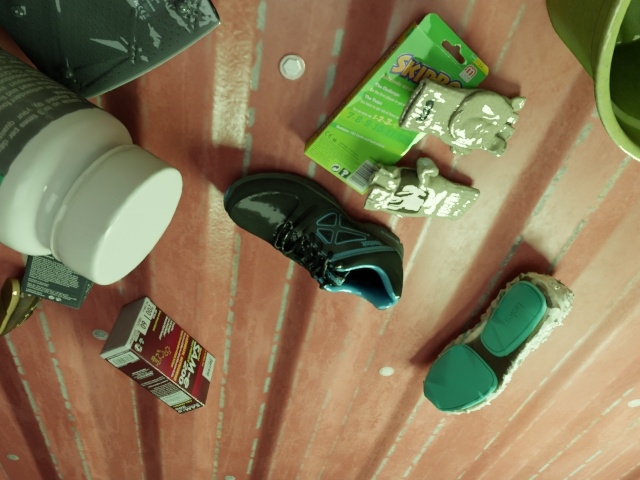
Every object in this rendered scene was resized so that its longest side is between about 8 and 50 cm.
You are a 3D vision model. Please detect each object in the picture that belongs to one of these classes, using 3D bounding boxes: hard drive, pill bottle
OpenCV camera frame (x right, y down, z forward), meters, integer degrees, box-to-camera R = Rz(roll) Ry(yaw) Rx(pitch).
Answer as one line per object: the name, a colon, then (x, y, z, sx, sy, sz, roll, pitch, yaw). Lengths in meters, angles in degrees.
hard drive: (-0.269, -0.295, 0.558, 0.255, 0.054, 0.172, -20, 125, 17)
pill bottle: (-0.375, -0.109, 0.555, 0.361, 0.204, 0.204, 31, 125, 0)

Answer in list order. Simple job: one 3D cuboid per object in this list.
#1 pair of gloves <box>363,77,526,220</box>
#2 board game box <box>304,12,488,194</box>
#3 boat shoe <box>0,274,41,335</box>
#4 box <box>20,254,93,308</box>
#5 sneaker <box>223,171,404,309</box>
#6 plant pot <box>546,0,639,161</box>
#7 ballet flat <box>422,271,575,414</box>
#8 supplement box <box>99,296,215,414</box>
pair of gloves: (0.181, -0.125, 0.678, 0.204, 0.042, 0.240, 2, 135, -21)
board game box: (0.103, -0.189, 0.651, 0.124, 0.039, 0.259, 32, 125, -24)
boat shoe: (-0.613, 0.137, 0.900, 0.207, 0.073, 0.073, -35, 161, 32)
box: (-0.395, -0.002, 0.730, 0.093, 0.156, 0.158, 23, 125, -18)
sneaker: (0.000, 0.000, 0.737, 0.341, 0.139, 0.125, 23, 127, -15)
plant pot: (0.370, -0.253, 0.456, 0.276, 0.253, 0.276, 0, 129, 0)
ballet flat: (0.374, 0.227, 0.927, 0.147, 0.147, 0.408, 19, 127, -14)
supplement box: (-0.333, 0.248, 0.946, 0.073, 0.130, 0.239, -23, 126, 17)
